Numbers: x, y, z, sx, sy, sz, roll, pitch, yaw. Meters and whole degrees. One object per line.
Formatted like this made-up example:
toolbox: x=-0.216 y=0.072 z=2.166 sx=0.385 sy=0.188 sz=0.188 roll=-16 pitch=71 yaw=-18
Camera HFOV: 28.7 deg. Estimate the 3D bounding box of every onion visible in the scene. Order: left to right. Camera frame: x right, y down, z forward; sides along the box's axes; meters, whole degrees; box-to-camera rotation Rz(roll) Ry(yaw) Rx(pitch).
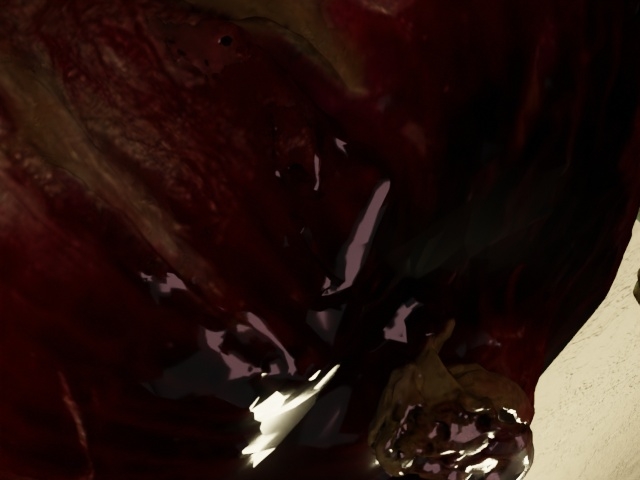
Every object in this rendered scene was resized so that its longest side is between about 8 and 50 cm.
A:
onion: x=0.000 y=0.000 z=0.446 sx=0.314 sy=0.232 sz=0.314 roll=-34 pitch=151 yaw=-22

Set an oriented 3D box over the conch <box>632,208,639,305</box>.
conch: x=0.311 y=-0.042 z=0.976 sx=0.203 sy=0.169 sz=0.386 roll=32 pitch=61 yaw=-41
